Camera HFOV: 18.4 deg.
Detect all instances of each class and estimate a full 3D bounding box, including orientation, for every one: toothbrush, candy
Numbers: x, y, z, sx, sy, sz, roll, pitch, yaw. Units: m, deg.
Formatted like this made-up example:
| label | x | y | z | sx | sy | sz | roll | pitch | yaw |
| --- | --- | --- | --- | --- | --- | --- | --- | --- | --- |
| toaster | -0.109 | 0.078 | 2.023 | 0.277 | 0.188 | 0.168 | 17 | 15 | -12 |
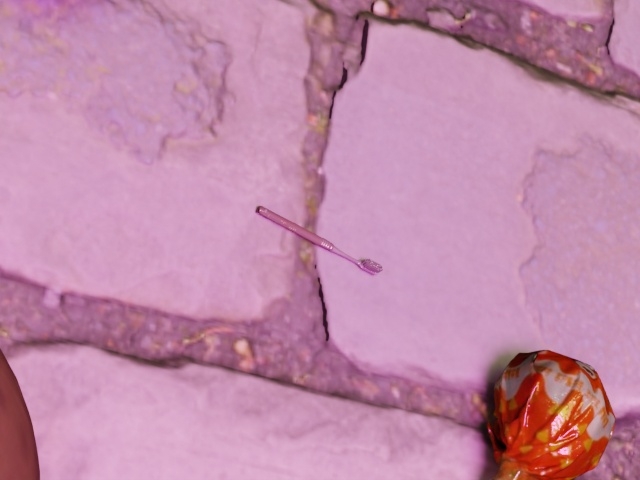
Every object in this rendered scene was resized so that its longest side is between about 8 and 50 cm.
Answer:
| label | x | y | z | sx | sy | sz | roll | pitch | yaw |
| --- | --- | --- | --- | --- | --- | --- | --- | --- | --- |
| toothbrush | 0.000 | 0.000 | 1.271 | 0.097 | 0.008 | 0.006 | 27 | 52 | -24 |
| candy | 0.093 | 0.189 | 1.260 | 0.084 | 0.078 | 0.287 | 46 | 67 | -19 |

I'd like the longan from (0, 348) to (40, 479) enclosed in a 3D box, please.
| label | x | y | z | sx | sy | sz | roll | pitch | yaw |
| --- | --- | --- | --- | --- | --- | --- | --- | --- | --- |
| longan | -0.256 | 0.129 | 0.940 | 0.258 | 0.258 | 0.258 | 8 | 75 | -31 |
